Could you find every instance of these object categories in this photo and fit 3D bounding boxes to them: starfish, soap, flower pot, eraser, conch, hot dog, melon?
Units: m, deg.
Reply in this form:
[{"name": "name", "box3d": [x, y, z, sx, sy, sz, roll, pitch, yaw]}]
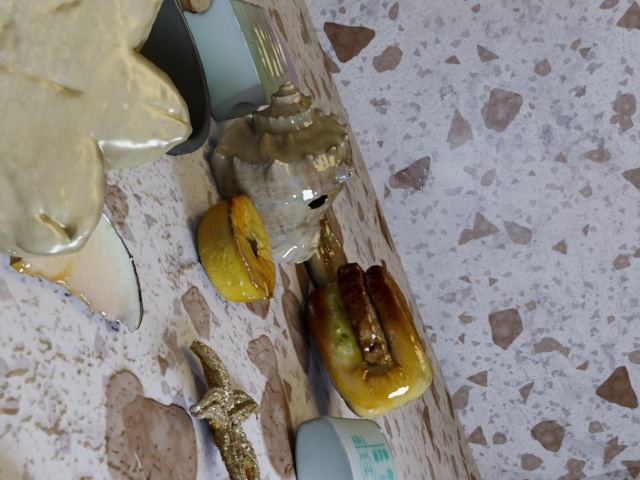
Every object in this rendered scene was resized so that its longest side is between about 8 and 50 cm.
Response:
[{"name": "starfish", "box3d": [-0.117, 0.238, 0.902, 0.240, 0.043, 0.227, 32, 44, -74]}, {"name": "soap", "box3d": [-0.149, -0.362, 1.391, 0.347, 0.115, 0.208, -55, 126, -73]}, {"name": "flower pot", "box3d": [-0.243, -0.189, 0.706, 0.269, 0.166, 0.269, -18, 90, -73]}, {"name": "eraser", "box3d": [0.052, 0.410, 1.229, 0.290, 0.104, 0.189, 38, 40, -66]}, {"name": "conch", "box3d": [-0.056, -0.115, 1.229, 0.186, 0.263, 0.324, -3, -79, 60]}, {"name": "hot dog", "box3d": [0.090, 0.172, 1.443, 0.223, 0.185, 0.405, 57, 8, -18]}, {"name": "melon", "box3d": [-0.235, 0.021, 0.706, 0.182, 0.054, 0.098, 51, 31, -54]}]

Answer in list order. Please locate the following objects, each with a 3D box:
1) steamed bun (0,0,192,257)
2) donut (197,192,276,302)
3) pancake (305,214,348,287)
[{"name": "steamed bun", "box3d": [-0.237, -0.122, 0.485, 0.292, 0.137, 0.295, 5, 92, -31]}, {"name": "donut", "box3d": [-0.130, 0.015, 1.077, 0.190, 0.075, 0.174, -92, 158, -60]}, {"name": "pancake", "box3d": [-0.001, 0.000, 1.656, 0.282, 0.049, 0.282, -21, 90, -77]}]
